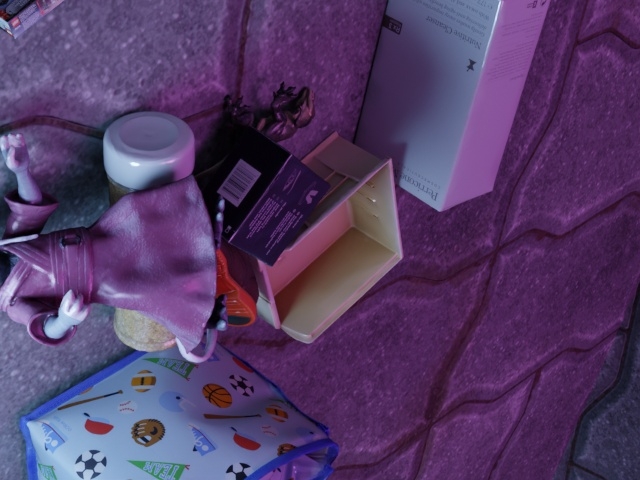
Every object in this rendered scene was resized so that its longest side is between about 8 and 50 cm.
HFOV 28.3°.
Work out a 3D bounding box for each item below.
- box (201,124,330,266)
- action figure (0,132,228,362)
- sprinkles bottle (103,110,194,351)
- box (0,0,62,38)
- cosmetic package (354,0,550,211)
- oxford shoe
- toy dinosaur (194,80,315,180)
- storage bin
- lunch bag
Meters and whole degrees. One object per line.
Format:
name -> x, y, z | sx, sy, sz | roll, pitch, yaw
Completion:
box -> -0.088, -0.063, 1.875 | 0.156, 0.093, 0.158 | -54, 153, 1
action figure -> -0.308, 0.024, 1.623 | 0.370, 0.248, 0.276 | -3, 158, -10
sprinkles bottle -> -0.238, -0.006, 1.781 | 0.121, 0.121, 0.355 | -32, 143, -35
box -> -0.320, -0.292, 1.412 | 0.137, 0.094, 0.027 | -43, 147, -20
cosmetic package -> 0.209, -0.270, 2.077 | 0.156, 0.217, 0.385 | -20, 132, -45
oxford shoe -> -0.170, 0.024, 1.967 | 0.271, 0.097, 0.098 | 64, 30, -49
toy dinosaur -> -0.091, -0.174, 1.894 | 0.268, 0.064, 0.118 | -33, 150, -29
storage bin -> 0.000, 0.000, 2.126 | 0.260, 0.123, 0.262 | -42, 148, -23
lunch bag -> -0.207, 0.333, 1.948 | 0.385, 0.328, 0.239 | -34, 148, -36
